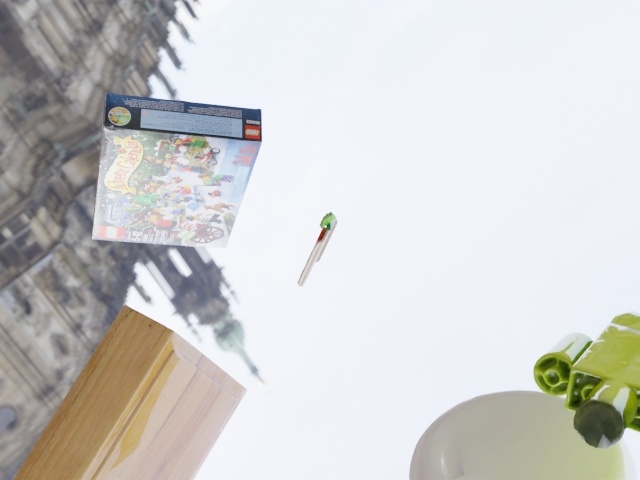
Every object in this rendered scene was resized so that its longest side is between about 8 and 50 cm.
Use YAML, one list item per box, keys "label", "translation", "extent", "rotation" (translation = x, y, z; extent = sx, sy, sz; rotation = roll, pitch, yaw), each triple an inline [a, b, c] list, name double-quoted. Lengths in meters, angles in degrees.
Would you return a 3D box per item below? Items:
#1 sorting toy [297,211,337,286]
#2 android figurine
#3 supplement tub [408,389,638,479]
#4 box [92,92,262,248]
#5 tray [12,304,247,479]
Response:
- label: "sorting toy"
  translation: [0.000, 0.000, 1.002]
  extent: [0.083, 0.012, 0.062]
  rotation: [-65, 175, 29]
- label: "android figurine"
  translation: [0.325, 0.130, 0.915]
  extent: [0.248, 0.056, 0.273]
  rotation: [14, -161, 25]
- label: "supplement tub"
  translation: [0.221, 0.344, 1.084]
  extent: [0.228, 0.316, 0.228]
  rotation: [-8, -150, 5]
- label: "box"
  translation: [-0.162, -0.068, 1.109]
  extent: [0.159, 0.233, 0.044]
  rotation: [4, -119, -13]
- label: "tray"
  translation: [-0.238, 0.287, 1.030]
  extent: [0.076, 0.203, 0.411]
  rotation: [25, -104, 27]
